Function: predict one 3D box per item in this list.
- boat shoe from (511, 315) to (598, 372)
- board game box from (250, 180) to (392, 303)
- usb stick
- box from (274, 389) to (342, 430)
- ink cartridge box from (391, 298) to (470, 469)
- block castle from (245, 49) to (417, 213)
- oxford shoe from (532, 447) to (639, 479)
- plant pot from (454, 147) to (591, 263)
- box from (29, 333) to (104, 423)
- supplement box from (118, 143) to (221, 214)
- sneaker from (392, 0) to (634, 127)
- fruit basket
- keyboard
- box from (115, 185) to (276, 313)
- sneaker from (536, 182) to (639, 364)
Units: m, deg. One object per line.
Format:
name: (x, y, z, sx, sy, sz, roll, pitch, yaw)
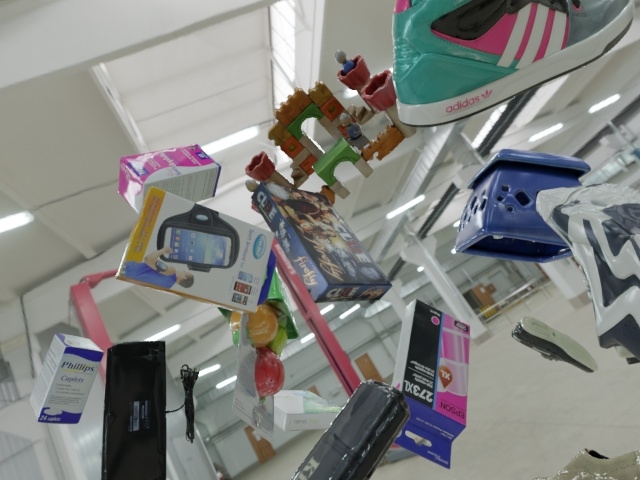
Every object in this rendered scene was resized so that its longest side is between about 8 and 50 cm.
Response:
boat shoe: (0.668, 0.306, 1.188, 0.084, 0.233, 0.079, -44, -20, -54)
board game box: (0.000, 0.000, 0.721, 0.165, 0.243, 0.042, 6, -50, -47)
usb stick: (-0.013, 0.252, 0.392, 0.278, 0.045, 0.077, -47, 19, -21)
box: (-0.077, 0.580, 1.437, 0.232, 0.058, 0.322, 10, -9, -26)
ink cartridge box: (0.272, 0.333, 1.023, 0.069, 0.175, 0.371, -57, 8, 49)
block castle: (-0.003, -0.264, 1.086, 0.453, 0.303, 0.213, -42, -57, 14)
oxford shoe: (0.651, 0.577, 1.006, 0.123, 0.130, 0.348, 16, -33, -16)
plant pot: (0.460, -0.076, 0.955, 0.236, 0.212, 0.236, 9, -11, 3)
box: (-0.492, 0.263, 0.804, 0.072, 0.137, 0.126, 24, -14, -38)
supplement box: (-0.381, -0.156, 1.058, 0.220, 0.111, 0.114, -28, -27, -44)
sneaker: (0.193, -0.257, 0.424, 0.295, 0.124, 0.178, -28, -56, -10)
fruit basket: (-0.153, 0.252, 0.965, 0.165, 0.353, 0.327, -1, -34, 8)
keyboard: (-0.358, 0.374, 0.895, 0.201, 0.317, 0.033, 8, -27, -34)
box: (-0.100, 0.015, 0.376, 0.136, 0.081, 0.028, 20, -20, -25)
sneaker: (0.291, 0.037, 0.409, 0.094, 0.153, 0.235, -11, 21, -5)
